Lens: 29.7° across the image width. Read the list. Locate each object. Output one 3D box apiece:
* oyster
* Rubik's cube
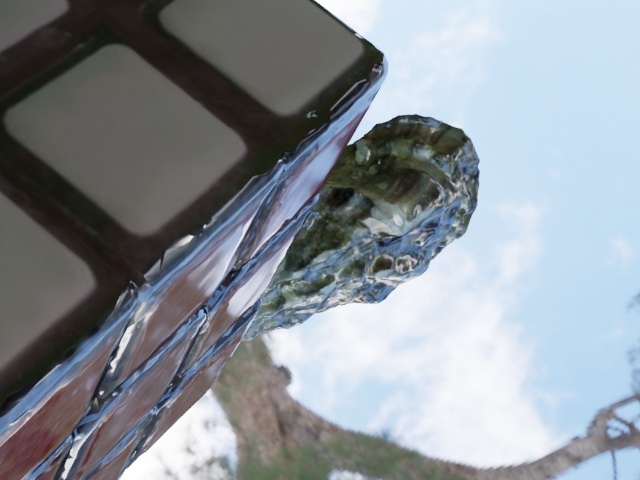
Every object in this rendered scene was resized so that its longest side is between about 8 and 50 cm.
[{"bbox_3d":[-0.001,-0.002,0.926,0.252,0.199,0.087,-2,-149,-20],"label":"oyster"},{"bbox_3d":[-0.202,-0.013,0.585,0.301,0.305,0.304,38,-135,7],"label":"Rubik's cube"}]
